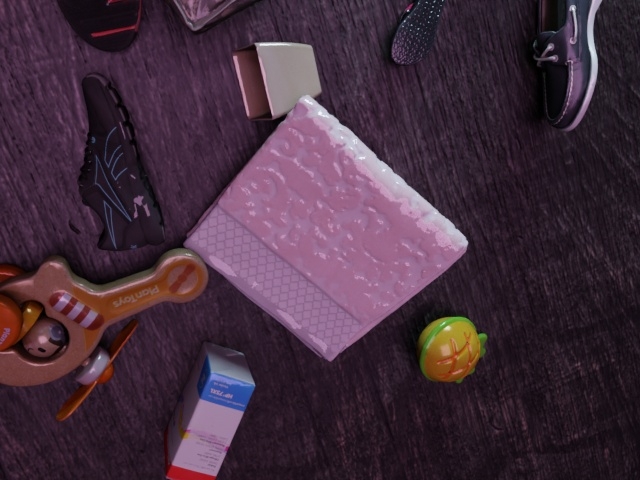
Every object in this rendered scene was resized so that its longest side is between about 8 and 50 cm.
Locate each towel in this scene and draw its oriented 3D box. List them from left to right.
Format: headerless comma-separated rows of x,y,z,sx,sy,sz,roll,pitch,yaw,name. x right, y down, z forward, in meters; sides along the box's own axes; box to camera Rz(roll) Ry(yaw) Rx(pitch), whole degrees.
0.000,0.000,0.984,0.332,0.053,0.317,41,113,-11,towel

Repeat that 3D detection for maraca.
0.241,0.200,1.148,0.185,0.099,0.127,27,97,-44,maraca

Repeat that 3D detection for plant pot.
-0.061,-0.246,0.968,0.096,0.109,0.109,-18,106,-22,plant pot

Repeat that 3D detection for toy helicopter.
-0.334,0.119,0.961,0.355,0.140,0.235,-21,113,-8,toy helicopter

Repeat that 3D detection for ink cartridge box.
-0.193,0.299,1.036,0.078,0.134,0.231,22,96,-19,ink cartridge box

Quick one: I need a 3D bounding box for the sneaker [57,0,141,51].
-0.302,-0.419,0.862,0.115,0.136,0.314,-3,128,3,sneaker

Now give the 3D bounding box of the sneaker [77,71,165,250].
-0.310,-0.107,0.934,0.106,0.101,0.267,-16,105,-8,sneaker

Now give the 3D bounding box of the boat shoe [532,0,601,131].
0.398,-0.336,1.062,0.091,0.114,0.303,5,89,-16,boat shoe

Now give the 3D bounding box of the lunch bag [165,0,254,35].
-0.173,-0.430,0.824,0.169,0.235,0.287,-29,108,-1,lunch bag

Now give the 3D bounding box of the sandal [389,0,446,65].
0.161,-0.357,1.034,0.067,0.040,0.179,29,79,-24,sandal
